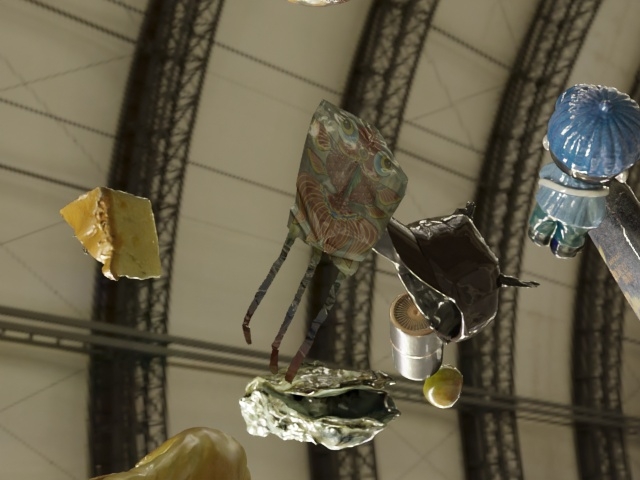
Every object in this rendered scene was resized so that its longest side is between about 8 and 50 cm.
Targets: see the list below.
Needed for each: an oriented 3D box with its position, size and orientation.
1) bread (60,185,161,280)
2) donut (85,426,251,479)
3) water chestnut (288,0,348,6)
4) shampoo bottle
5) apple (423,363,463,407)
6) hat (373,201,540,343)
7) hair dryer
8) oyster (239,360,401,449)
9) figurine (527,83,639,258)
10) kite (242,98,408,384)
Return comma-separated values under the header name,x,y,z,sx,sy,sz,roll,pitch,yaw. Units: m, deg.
name,x,y,z,sx,sy,sz,roll,pitch,yaw
bread,-0.222,0.006,1.175,0.084,0.080,0.109,9,-119,-45
donut,-0.196,0.324,0.982,0.360,0.360,0.170,-11,-124,-49
water chestnut,-0.017,-0.386,1.277,0.238,0.224,0.223,-3,-100,-27
shampoo bottle,0.294,0.034,0.967,0.233,0.049,0.087,62,176,13
apple,0.248,0.294,2.200,0.089,0.075,0.089,15,-90,-84
hat,0.218,0.013,1.832,0.209,0.238,0.336,-42,-56,-5
hair dryer,0.241,0.096,2.163,0.352,0.107,0.189,-60,-21,-31
oyster,-0.012,0.268,1.774,0.162,0.351,0.158,25,-119,-37
figurine,0.186,-0.051,0.794,0.079,0.077,0.136,-21,-43,-51
kite,-0.002,0.000,0.877,0.127,0.016,0.229,42,-117,-32
